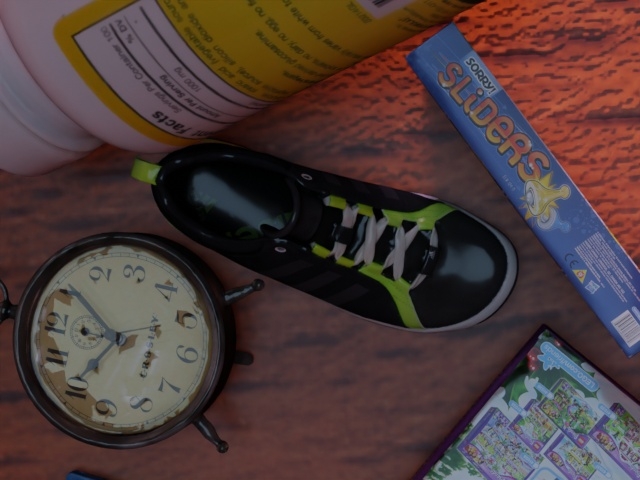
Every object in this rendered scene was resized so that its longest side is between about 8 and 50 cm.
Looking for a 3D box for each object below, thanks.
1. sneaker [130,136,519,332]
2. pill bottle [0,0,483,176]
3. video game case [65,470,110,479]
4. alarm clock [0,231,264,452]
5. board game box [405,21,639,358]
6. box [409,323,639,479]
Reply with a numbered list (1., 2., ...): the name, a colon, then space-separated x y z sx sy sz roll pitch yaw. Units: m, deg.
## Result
1. sneaker: 0.000 0.000 0.973 0.235 0.097 0.084 16 93 6
2. pill bottle: -0.058 -0.163 0.908 0.334 0.188 0.188 -23 88 25
3. video game case: -0.123 0.240 1.034 0.119 0.015 0.166 16 93 7
4. alarm clock: -0.136 0.055 1.007 0.192 0.064 0.129 14 93 4
5. board game box: 0.125 -0.029 0.939 0.035 0.136 0.201 -37 87 7
6. box: 0.181 0.218 0.975 0.293 0.057 0.201 40 95 4
